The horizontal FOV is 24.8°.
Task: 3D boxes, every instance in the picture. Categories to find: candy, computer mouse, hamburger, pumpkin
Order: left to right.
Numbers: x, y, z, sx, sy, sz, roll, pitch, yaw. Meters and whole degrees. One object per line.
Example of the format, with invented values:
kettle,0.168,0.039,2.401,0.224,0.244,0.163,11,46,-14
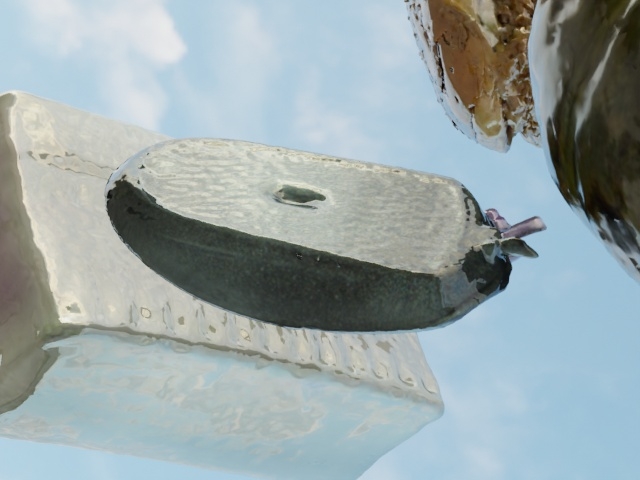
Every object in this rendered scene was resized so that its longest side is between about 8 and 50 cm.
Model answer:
candy,-0.095,0.048,1.037,0.145,0.358,0.208,-45,-134,33
computer mouse,-0.002,0.004,0.767,0.229,0.113,0.068,12,-52,8
hamburger,0.203,-0.213,1.476,0.245,0.211,0.260,86,-11,-71
pumpkin,0.282,-0.071,0.832,0.225,0.303,0.256,-111,-173,-46

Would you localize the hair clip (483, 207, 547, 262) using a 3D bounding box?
hair clip,0.092,0.033,1.322,0.090,0.278,0.137,50,-34,5
